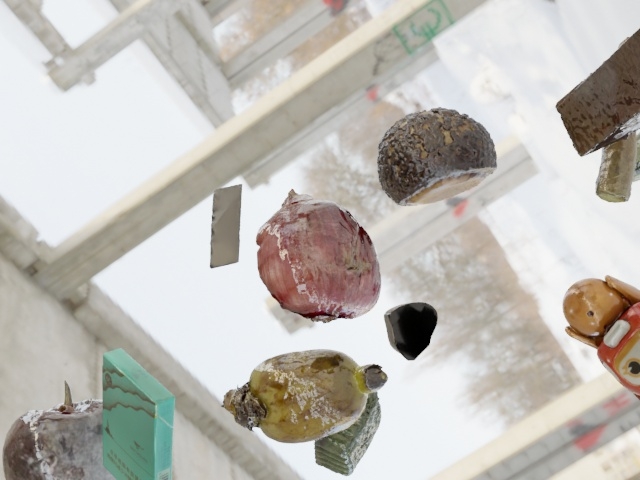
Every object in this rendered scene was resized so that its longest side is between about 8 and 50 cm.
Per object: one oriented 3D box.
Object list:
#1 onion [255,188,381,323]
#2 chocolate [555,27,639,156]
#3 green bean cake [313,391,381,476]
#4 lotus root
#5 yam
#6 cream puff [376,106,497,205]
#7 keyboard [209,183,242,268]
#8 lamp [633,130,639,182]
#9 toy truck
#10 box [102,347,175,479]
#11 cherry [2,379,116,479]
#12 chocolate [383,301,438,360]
[{"bbox_3d":[0.000,0.000,1.639,0.227,0.120,0.283,5,-129,-34],"label":"onion"},{"bbox_3d":[0.487,-0.251,1.406,0.111,0.112,0.321,61,152,11],"label":"chocolate"},{"bbox_3d":[0.065,0.416,2.066,0.094,0.173,0.181,23,151,18],"label":"green bean cake"},{"bbox_3d":[-0.020,0.287,1.743,0.141,0.314,0.169,0,-102,-74],"label":"lotus root"},{"bbox_3d":[0.518,-0.207,1.606,0.066,0.066,0.299,39,-121,-61],"label":"yam"},{"bbox_3d":[0.220,-0.165,1.820,0.239,0.239,0.164,23,-132,-74],"label":"cream puff"},{"bbox_3d":[-0.203,-0.032,2.025,0.015,0.074,0.196,52,-148,-57],"label":"keyboard"},{"bbox_3d":[0.805,-0.225,2.192,0.121,0.215,0.121,54,-171,-13],"label":"lamp"},{"bbox_3d":[0.620,0.188,1.892,0.239,0.189,0.265,23,-159,-22],"label":"toy truck"},{"bbox_3d":[-0.292,0.306,1.493,0.042,0.226,0.161,-17,-146,-40],"label":"box"},{"bbox_3d":[-0.487,0.424,1.827,0.255,0.218,0.296,-5,-83,-48],"label":"cherry"},{"bbox_3d":[0.203,0.214,2.278,0.125,0.148,0.080,25,167,-15],"label":"chocolate"}]
